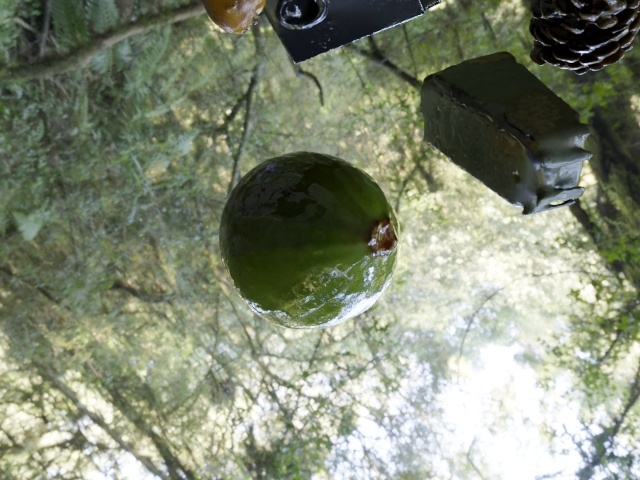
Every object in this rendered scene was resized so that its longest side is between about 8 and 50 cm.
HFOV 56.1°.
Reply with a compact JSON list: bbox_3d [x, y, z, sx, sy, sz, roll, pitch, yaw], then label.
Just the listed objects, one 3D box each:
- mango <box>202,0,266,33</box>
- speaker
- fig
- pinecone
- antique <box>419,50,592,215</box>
[{"bbox_3d":[-0.104,-0.298,0.672,0.077,0.127,0.063,-15,-178,16],"label":"mango"},{"bbox_3d":[0.035,-0.443,0.926,0.254,0.184,0.232,-15,-133,21],"label":"speaker"},{"bbox_3d":[0.000,0.000,0.955,0.316,0.316,0.316,-29,-169,6],"label":"fig"},{"bbox_3d":[0.525,-0.454,1.192,0.224,0.224,0.272,-29,158,8],"label":"pinecone"},{"bbox_3d":[0.263,-0.151,0.841,0.150,0.125,0.284,-15,-141,-10],"label":"antique"}]
